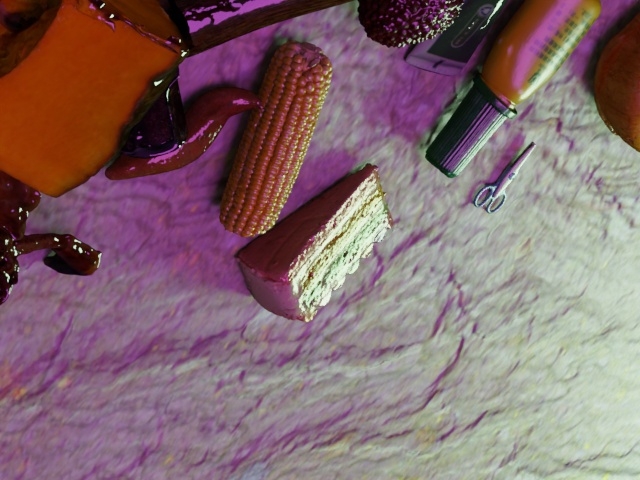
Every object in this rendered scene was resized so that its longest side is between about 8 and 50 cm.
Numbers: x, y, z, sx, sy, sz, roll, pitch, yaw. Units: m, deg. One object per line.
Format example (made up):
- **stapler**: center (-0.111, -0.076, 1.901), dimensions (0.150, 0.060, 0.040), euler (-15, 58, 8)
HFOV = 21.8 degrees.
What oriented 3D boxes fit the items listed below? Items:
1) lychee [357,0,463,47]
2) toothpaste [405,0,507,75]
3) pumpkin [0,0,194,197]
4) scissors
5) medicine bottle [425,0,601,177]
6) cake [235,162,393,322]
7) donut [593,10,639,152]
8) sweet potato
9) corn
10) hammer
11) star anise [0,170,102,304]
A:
- **lychee**: center (0.104, -0.287, 1.971), dimensions (0.123, 0.123, 0.129), euler (22, 101, -44)
- **toothpaste**: center (0.238, -0.363, 2.043), dimensions (0.099, 0.061, 0.392), euler (9, 126, -40)
- **pumpkin**: center (-0.285, -0.215, 1.599), dimensions (0.225, 0.303, 0.256), euler (-42, 165, 16)
- **scissors**: center (0.259, -0.089, 2.304), dimensions (0.058, 0.014, 0.119), euler (22, 110, -45)
- **medicine bottle**: center (0.247, -0.213, 2.159), dimensions (0.111, 0.076, 0.309), euler (30, 100, -43)
- **cake**: center (0.011, 0.010, 2.144), dimensions (0.225, 0.090, 0.109), euler (-35, 131, -11)
- **donut**: center (0.482, -0.223, 2.300), dimensions (0.227, 0.114, 0.226), euler (-20, 132, -23)
- **sweet potato**: center (-0.161, -0.120, 1.946), dimensions (0.202, 0.055, 0.058), euler (-35, 152, -12)
- **corn**: center (-0.053, -0.121, 2.004), dimensions (0.081, 0.081, 0.248), euler (3, 118, -38)
- **hammer**: center (-0.070, -0.262, 1.850), dimensions (0.409, 0.095, 0.242), euler (-21, 130, -14)
- **star anise**: center (-0.343, -0.022, 1.808), dimensions (0.148, 0.237, 0.346), euler (-15, 157, 8)
